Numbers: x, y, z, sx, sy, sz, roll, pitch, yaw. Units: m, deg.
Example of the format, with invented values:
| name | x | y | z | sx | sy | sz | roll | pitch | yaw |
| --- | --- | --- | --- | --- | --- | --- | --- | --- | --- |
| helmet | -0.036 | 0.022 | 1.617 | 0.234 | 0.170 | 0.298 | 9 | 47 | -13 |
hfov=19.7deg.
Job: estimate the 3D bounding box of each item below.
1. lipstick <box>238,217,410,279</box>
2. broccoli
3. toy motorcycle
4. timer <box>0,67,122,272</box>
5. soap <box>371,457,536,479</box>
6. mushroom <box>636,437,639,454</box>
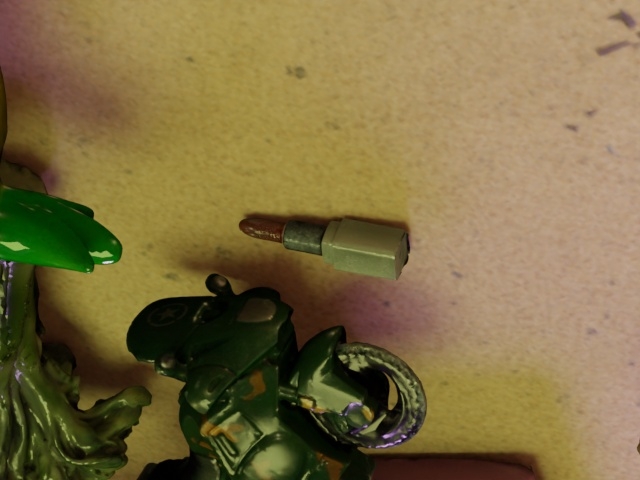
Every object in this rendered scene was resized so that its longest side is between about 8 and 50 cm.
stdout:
| name | x | y | z | sx | sy | sz | roll | pitch | yaw |
| --- | --- | --- | --- | --- | --- | --- | --- | --- | --- |
| lipstick | 0.000 | 0.000 | 1.134 | 0.107 | 0.025 | 0.025 | 10 | 138 | 17 |
| broccoli | -0.202 | 0.092 | 1.224 | 0.198 | 0.177 | 0.275 | 35 | 123 | -11 |
| toy motorcycle | -0.062 | 0.134 | 1.196 | 0.187 | 0.125 | 0.275 | 32 | 126 | -1 |
| timer | -0.243 | -0.023 | 1.029 | 0.285 | 0.285 | 0.285 | 10 | 138 | 9 |
| soap | 0.096 | 0.266 | 1.343 | 0.181 | 0.081 | 0.259 | -3 | 136 | 25 |
| mushroom | 0.266 | 0.133 | 1.102 | 0.166 | 0.127 | 0.166 | -4 | 105 | -17 |
